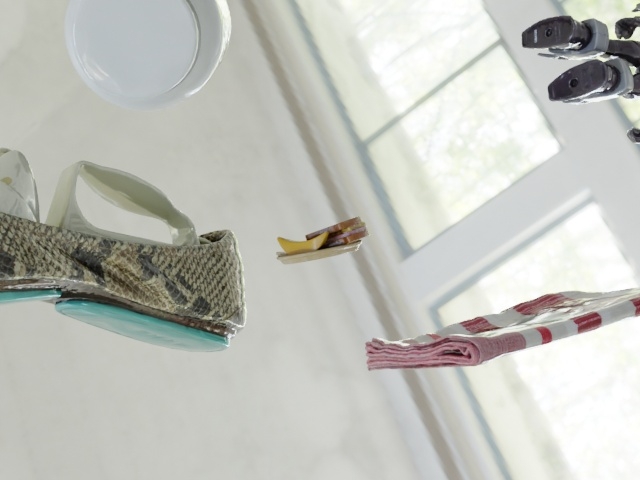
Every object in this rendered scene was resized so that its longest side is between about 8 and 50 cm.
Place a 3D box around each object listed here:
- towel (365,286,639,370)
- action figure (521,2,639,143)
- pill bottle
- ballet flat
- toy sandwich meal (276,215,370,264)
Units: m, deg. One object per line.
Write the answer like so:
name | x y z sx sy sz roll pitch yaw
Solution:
towel | 0.241 0.092 1.371 0.329 0.237 0.037 -12 -90 -28
action figure | 0.369 -0.195 1.388 0.285 0.099 0.185 4 -110 -38
pill bottle | -0.196 -0.242 1.384 0.176 0.176 0.318 49 -173 -11
ballet flat | -0.260 0.006 1.186 0.483 0.164 0.182 11 -104 -48
toy sandwich meal | 0.000 0.000 1.060 0.085 0.086 0.029 -15 -86 -65
